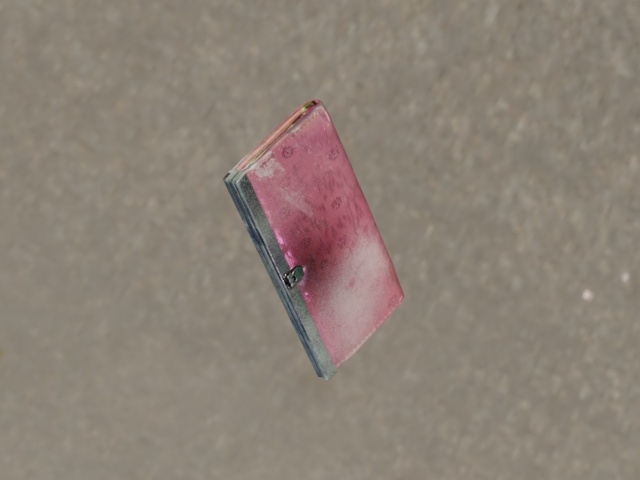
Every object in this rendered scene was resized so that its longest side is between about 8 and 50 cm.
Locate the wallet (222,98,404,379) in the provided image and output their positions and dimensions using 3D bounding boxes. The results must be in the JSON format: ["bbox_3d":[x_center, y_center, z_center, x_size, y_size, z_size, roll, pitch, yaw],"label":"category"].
[{"bbox_3d":[0.000,0.000,1.677,0.025,0.119,0.232,16,141,43],"label":"wallet"}]
